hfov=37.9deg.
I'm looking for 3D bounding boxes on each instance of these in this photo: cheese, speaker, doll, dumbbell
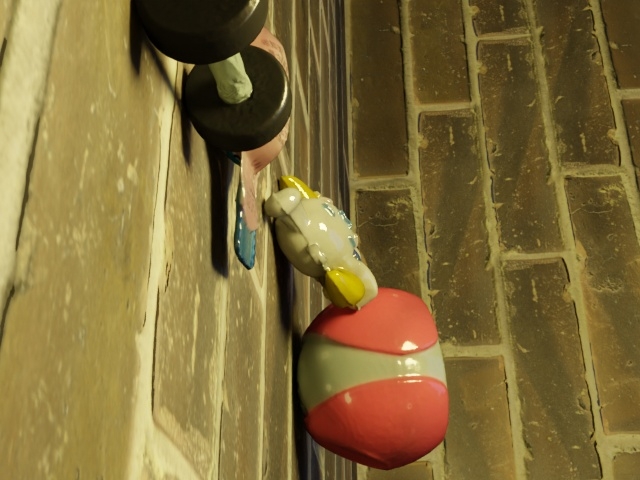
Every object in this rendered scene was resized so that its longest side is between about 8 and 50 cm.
[{"bbox_3d":[-0.074,-0.114,0.987,0.189,0.074,0.285,60,30,-77],"label":"cheese"},{"bbox_3d":[0.092,0.216,1.519,0.294,0.294,0.294,-4,90,-85],"label":"speaker"},{"bbox_3d":[0.000,0.000,1.401,0.252,0.111,0.237,58,10,-19],"label":"doll"},{"bbox_3d":[-0.082,-0.156,0.780,0.191,0.100,0.100,72,15,-68],"label":"dumbbell"}]
